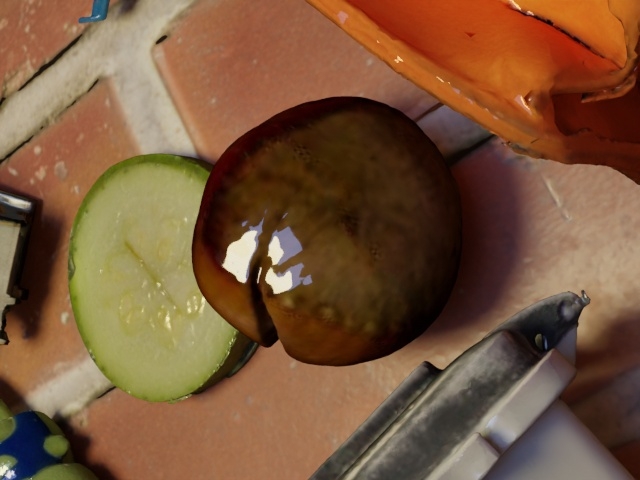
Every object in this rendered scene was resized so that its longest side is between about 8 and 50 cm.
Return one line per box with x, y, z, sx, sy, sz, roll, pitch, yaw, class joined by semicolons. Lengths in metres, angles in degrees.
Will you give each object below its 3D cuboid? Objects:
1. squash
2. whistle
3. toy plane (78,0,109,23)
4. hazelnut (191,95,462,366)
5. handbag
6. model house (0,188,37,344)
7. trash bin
-0.140;0.031;0.966;0.219;0.041;0.219;-1;89;32;squash
-0.270;0.210;1.019;0.227;0.085;0.105;44;102;24;whistle
-0.176;-0.317;0.940;0.271;0.105;0.254;4;99;50;toy plane
0.000;0.000;0.812;0.208;0.208;0.208;0;90;31;hazelnut
0.061;-0.185;0.695;0.410;0.303;0.116;39;108;24;handbag
-0.417;0.006;1.059;0.206;0.271;0.178;-142;63;-63;model house
0.151;0.248;0.657;0.368;0.256;0.296;43;71;12;trash bin
